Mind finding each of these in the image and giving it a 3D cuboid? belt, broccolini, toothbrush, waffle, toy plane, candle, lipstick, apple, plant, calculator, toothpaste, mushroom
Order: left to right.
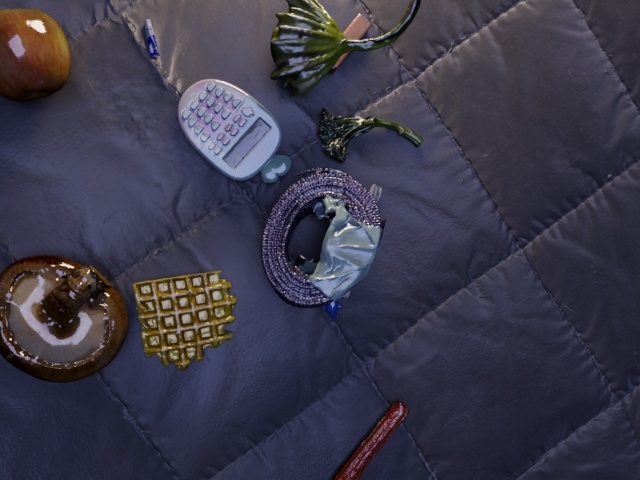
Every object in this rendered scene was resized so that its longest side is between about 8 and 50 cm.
[{"bbox_3d":[-0.623,-0.387,1.303,0.188,0.188,0.174,-18,98,-9],"label":"apple"},{"bbox_3d":[-0.560,0.159,1.343,0.297,0.163,0.278,41,93,-8],"label":"mushroom"},{"bbox_3d":[-0.388,-0.464,1.430,0.024,0.015,0.083,-9,98,-2],"label":"toothpaste"},{"bbox_3d":[-0.303,0.189,1.437,0.229,0.057,0.219,-7,93,-10],"label":"waffle"},{"bbox_3d":[-0.198,-0.248,1.454,0.299,0.041,0.185,40,85,-6],"label":"calculator"},{"bbox_3d":[0.000,0.000,1.432,0.260,0.122,0.325,25,79,5],"label":"belt"},{"bbox_3d":[0.025,0.106,1.495,0.054,0.062,0.167,-2,84,1],"label":"toy plane"},{"bbox_3d":[0.033,-0.442,1.369,0.333,0.180,0.251,7,99,20],"label":"plant"},{"bbox_3d":[0.060,-0.471,1.492,0.045,0.045,0.145,38,86,-7],"label":"lipstick"},{"bbox_3d":[0.100,0.003,1.522,0.026,0.024,0.288,17,87,-24],"label":"toothbrush"},{"bbox_3d":[0.104,0.531,1.522,0.329,0.048,0.051,-49,139,-6],"label":"candle"},{"bbox_3d":[0.121,-0.239,1.509,0.271,0.062,0.123,7,100,-13],"label":"broccolini"}]
